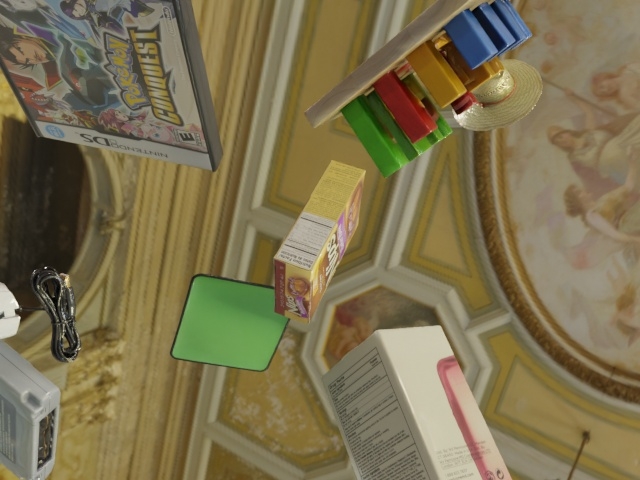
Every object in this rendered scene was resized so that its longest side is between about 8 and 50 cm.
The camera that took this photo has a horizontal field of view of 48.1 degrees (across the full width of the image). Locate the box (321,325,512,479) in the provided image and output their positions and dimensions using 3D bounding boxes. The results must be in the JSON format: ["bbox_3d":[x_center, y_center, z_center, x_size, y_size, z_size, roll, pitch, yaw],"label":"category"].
[{"bbox_3d":[0.120,0.248,0.947,0.148,0.127,0.232,-47,-127,41],"label":"box"}]

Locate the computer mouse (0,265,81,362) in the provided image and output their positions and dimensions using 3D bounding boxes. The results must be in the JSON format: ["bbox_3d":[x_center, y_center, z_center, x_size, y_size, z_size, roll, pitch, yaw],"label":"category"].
[{"bbox_3d":[-0.352,0.079,0.744,0.193,0.042,0.106,0,-66,-3],"label":"computer mouse"}]

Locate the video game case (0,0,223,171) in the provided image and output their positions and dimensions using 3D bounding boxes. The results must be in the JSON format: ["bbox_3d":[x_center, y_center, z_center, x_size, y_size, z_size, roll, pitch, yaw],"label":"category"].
[{"bbox_3d":[-0.248,-0.193,0.803,0.248,0.035,0.275,12,-31,9],"label":"video game case"}]

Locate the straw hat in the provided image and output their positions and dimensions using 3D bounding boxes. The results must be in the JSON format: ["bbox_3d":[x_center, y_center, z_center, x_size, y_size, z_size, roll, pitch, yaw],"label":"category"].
[{"bbox_3d":[0.252,-0.236,1.072,0.144,0.061,0.144,-20,-128,27],"label":"straw hat"}]

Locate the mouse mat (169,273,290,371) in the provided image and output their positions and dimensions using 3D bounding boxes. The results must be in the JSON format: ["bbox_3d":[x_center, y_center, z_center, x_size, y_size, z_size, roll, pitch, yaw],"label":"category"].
[{"bbox_3d":[-0.125,0.122,1.026,0.153,0.007,0.189,12,-48,-15],"label":"mouse mat"}]

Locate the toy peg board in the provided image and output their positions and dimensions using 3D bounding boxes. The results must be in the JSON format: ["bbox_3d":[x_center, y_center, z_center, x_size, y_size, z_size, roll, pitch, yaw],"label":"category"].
[{"bbox_3d":[0.098,-0.128,0.565,0.161,0.161,0.079,-34,-88,36],"label":"toy peg board"}]

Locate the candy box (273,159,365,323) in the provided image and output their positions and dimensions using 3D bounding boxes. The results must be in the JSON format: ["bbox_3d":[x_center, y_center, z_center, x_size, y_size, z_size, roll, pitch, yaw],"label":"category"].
[{"bbox_3d":[0.000,0.000,0.908,0.053,0.186,0.109,19,-39,13],"label":"candy box"}]

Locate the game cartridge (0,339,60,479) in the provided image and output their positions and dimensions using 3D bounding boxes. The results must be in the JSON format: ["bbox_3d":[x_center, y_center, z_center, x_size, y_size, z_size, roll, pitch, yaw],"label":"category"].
[{"bbox_3d":[-0.486,0.244,1.084,0.198,0.062,0.297,39,-43,12],"label":"game cartridge"}]
